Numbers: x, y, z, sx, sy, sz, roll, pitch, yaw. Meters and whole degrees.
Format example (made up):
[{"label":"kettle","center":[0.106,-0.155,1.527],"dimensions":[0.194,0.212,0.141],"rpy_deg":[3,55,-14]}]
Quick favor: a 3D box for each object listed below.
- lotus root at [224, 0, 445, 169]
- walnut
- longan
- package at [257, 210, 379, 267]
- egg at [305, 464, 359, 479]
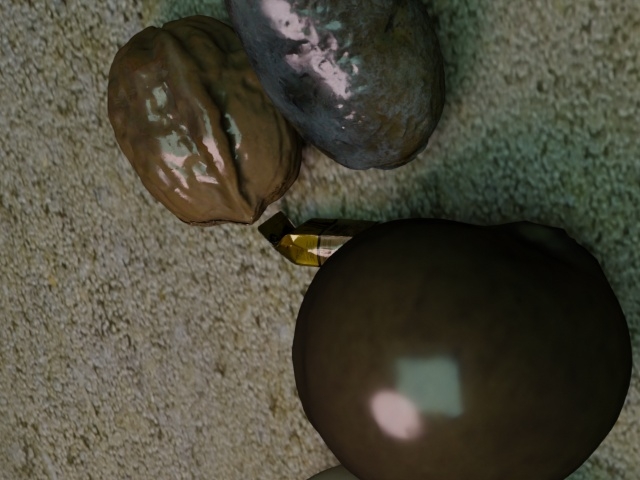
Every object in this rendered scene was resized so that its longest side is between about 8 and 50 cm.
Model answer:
[{"label":"lotus root","center":[0.007,-0.204,0.760],"dimensions":[0.175,0.175,0.349],"rpy_deg":[-21,123,26]},{"label":"walnut","center":[-0.123,-0.128,0.878],"dimensions":[0.198,0.198,0.245],"rpy_deg":[-28,84,26]},{"label":"longan","center":[0.133,0.113,0.783],"dimensions":[0.319,0.319,0.319],"rpy_deg":[6,108,20]},{"label":"package","center":[0.000,0.000,0.929],"dimensions":[0.131,0.071,0.047],"rpy_deg":[4,110,19]},{"label":"egg","center":[0.106,0.383,0.882],"dimensions":[0.345,0.283,0.283],"rpy_deg":[21,112,12]}]
